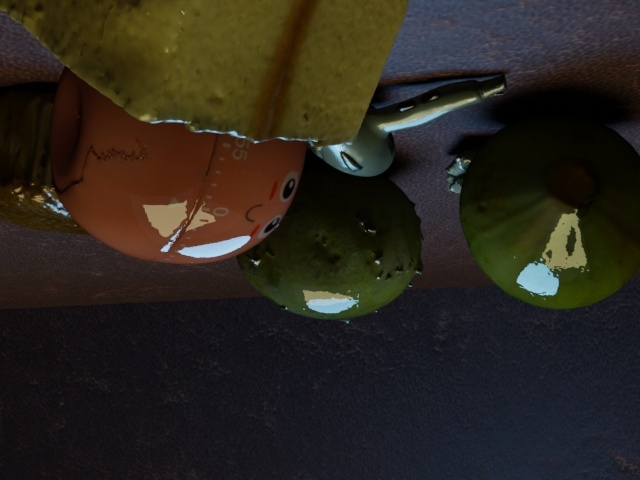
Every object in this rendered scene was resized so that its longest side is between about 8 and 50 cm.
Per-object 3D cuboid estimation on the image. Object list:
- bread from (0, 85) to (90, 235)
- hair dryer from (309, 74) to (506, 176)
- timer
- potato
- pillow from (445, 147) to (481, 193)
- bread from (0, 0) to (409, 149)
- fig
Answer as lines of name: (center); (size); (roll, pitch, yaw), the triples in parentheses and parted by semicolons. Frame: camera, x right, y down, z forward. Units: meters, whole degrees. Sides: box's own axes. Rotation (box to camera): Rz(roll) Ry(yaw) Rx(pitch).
bread: (-0.290, -0.084, 1.459); (0.228, 0.142, 0.253); (3, 175, 24)
hair dryer: (0.052, -0.147, 1.354); (0.219, 0.088, 0.225); (12, 151, -41)
timer: (-0.125, -0.092, 1.139); (0.215, 0.229, 0.230); (5, 169, -28)
potato: (0.019, 0.003, 1.815); (0.270, 0.219, 0.359); (7, 179, 7)
pillow: (0.257, -0.086, 1.682); (0.182, 0.077, 0.134); (-1, -179, -7)
bread: (-0.093, -0.203, 0.860); (0.236, 0.198, 0.263); (31, -163, 29)
fig: (0.286, -0.037, 1.487); (0.240, 0.239, 0.271); (-1, 177, 1)
